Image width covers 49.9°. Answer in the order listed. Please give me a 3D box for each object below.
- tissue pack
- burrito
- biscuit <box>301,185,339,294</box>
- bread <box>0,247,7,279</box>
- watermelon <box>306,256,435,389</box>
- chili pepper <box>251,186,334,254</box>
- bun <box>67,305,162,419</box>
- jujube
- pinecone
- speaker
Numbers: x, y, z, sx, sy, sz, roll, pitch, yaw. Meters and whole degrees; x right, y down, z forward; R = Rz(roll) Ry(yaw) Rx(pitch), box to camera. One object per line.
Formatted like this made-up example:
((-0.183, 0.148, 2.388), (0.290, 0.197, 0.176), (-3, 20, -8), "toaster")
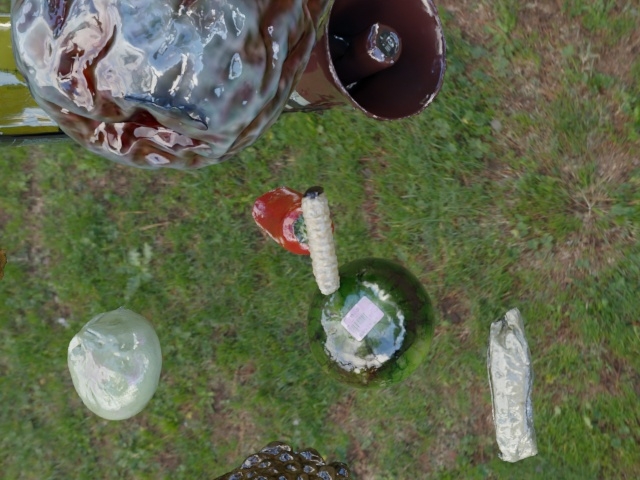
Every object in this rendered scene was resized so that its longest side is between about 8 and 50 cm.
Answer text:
((-0.619, -0.313, 1.376), (0.264, 0.416, 0.254), (6, 106, 58), "tissue pack")
((0.281, 0.213, 1.005), (0.063, 0.058, 0.230), (-4, 96, 21), "burrito")
((0.000, 0.000, 1.389), (0.055, 0.061, 0.219), (-1, 111, 26), "biscuit")
((-0.333, 0.127, 0.476), (0.184, 0.114, 0.275), (-30, 37, 50), "bread")
((0.127, 0.209, 1.749), (0.363, 0.363, 0.364), (1, 93, 21), "watermelon")
((-0.038, -0.032, 1.613), (0.338, 0.134, 0.131), (27, 136, 59), "chili pepper")
((-0.527, 0.304, 1.691), (0.283, 0.179, 0.284), (-5, 83, 41), "bun")
((-0.102, -0.206, 0.524), (0.225, 0.226, 0.317), (-2, 64, 21), "jujube")
((-0.052, 0.400, 0.889), (0.243, 0.243, 0.257), (22, 115, 19), "pinecone")
((-0.028, -0.262, 0.981), (0.329, 0.259, 0.198), (3, 83, 52), "speaker")
